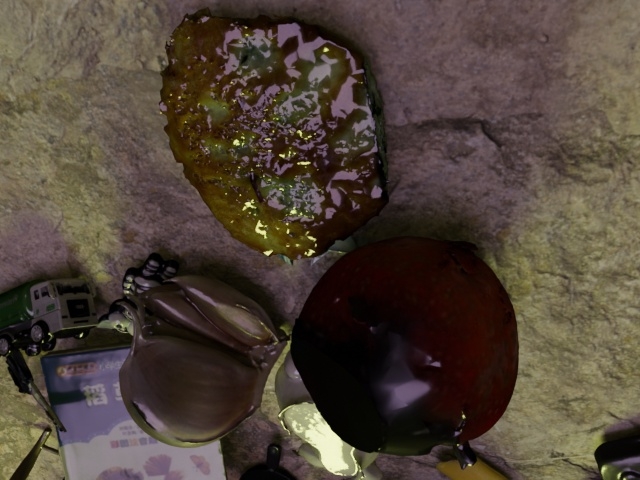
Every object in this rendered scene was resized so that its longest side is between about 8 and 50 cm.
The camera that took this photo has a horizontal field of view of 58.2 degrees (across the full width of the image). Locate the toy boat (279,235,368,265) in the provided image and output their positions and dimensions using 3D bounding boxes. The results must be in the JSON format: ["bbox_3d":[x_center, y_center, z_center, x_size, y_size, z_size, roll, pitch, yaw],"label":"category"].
[{"bbox_3d":[-0.007,-0.009,0.868,0.149,0.034,0.105,-6,121,15],"label":"toy boat"}]

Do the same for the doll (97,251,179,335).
[{"bbox_3d":[-0.308,0.105,0.984,0.091,0.067,0.219,22,127,-25],"label":"doll"}]

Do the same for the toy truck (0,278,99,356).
[{"bbox_3d":[-0.514,0.137,1.023,0.242,0.101,0.125,-19,79,24],"label":"toy truck"}]

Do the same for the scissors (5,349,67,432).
[{"bbox_3d":[-0.530,0.277,1.061,0.300,0.022,0.109,25,124,43],"label":"scissors"}]

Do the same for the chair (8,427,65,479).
[{"bbox_3d":[-0.503,0.494,1.199,0.272,0.188,0.166,23,122,-6],"label":"chair"}]

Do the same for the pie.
[{"bbox_3d":[-0.060,-0.134,0.762,0.288,0.103,0.355,-7,119,16],"label":"pie"}]

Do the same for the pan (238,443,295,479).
[{"bbox_3d":[-0.101,0.488,1.198,0.136,0.028,0.235,12,126,3],"label":"pan"}]

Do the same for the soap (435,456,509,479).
[{"bbox_3d":[0.296,0.449,1.088,0.168,0.033,0.089,43,118,-15],"label":"soap"}]

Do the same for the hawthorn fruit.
[{"bbox_3d":[0.110,0.134,0.769,0.315,0.316,0.316,5,122,9],"label":"hawthorn fruit"}]

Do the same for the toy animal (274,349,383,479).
[{"bbox_3d":[0.023,0.312,0.993,0.208,0.154,0.325,11,128,13],"label":"toy animal"}]

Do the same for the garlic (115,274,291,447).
[{"bbox_3d":[-0.194,0.184,0.907,0.291,0.210,0.237,19,113,-19],"label":"garlic"}]

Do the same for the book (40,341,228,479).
[{"bbox_3d":[-0.327,0.393,1.062,0.299,0.039,0.428,-8,98,3],"label":"book"}]

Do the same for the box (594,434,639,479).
[{"bbox_3d":[0.650,0.422,0.972,0.288,0.073,0.290,-24,114,24],"label":"box"}]
